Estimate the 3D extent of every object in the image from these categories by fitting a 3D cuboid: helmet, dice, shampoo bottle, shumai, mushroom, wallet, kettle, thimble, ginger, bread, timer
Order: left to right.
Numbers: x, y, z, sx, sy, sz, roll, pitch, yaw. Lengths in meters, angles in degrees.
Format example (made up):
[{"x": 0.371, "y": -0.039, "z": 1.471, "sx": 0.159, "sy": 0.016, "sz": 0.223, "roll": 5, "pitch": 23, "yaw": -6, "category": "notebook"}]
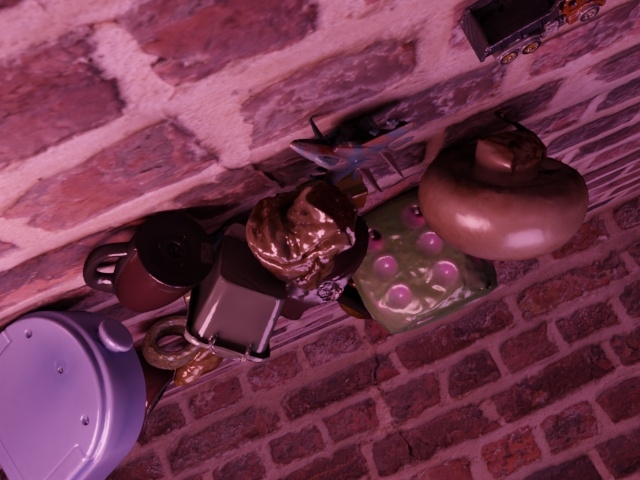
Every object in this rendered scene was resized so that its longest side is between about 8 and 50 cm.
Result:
[{"x": -0.533, "y": 0.319, "z": 1.305, "sx": 0.394, "sy": 0.395, "sz": 0.173, "roll": -29, "pitch": 164, "yaw": 17, "category": "timer"}, {"x": -0.621, "y": 0.500, "z": 2.037, "sx": 0.197, "sy": 0.271, "sz": 0.338, "roll": 26, "pitch": 170, "yaw": -11, "category": "helmet"}, {"x": -0.333, "y": 0.059, "z": 1.156, "sx": 0.202, "sy": 0.144, "sz": 0.232, "roll": 8, "pitch": 151, "yaw": -32, "category": "kettle"}, {"x": -0.425, "y": 0.297, "z": 1.806, "sx": 0.190, "sy": 0.138, "sz": 0.143, "roll": -12, "pitch": 159, "yaw": -23, "category": "thimble"}, {"x": -0.423, "y": 0.377, "z": 2.108, "sx": 0.236, "sy": 0.166, "sz": 0.375, "roll": -27, "pitch": 155, "yaw": -13, "category": "ginger"}, {"x": -0.225, "y": 0.023, "z": 1.303, "sx": 0.074, "sy": 0.074, "sz": 0.192, "roll": -7, "pitch": 157, "yaw": -46, "category": "shampoo bottle"}, {"x": -0.059, "y": 0.024, "z": 1.330, "sx": 0.177, "sy": 0.225, "sz": 0.305, "roll": 29, "pitch": 120, "yaw": -36, "category": "helmet"}, {"x": -0.003, "y": 0.002, "z": 1.094, "sx": 0.185, "sy": 0.184, "sz": 0.218, "roll": 10, "pitch": 150, "yaw": 43, "category": "shumai"}, {"x": 0.022, "y": -0.091, "z": 1.282, "sx": 0.139, "sy": 0.074, "sz": 0.084, "roll": -22, "pitch": 162, "yaw": -11, "category": "bread"}, {"x": 0.070, "y": 0.161, "z": 1.840, "sx": 0.170, "sy": 0.321, "sz": 0.044, "roll": 8, "pitch": 108, "yaw": -63, "category": "wallet"}, {"x": 0.273, "y": 0.057, "z": 1.693, "sx": 0.318, "sy": 0.322, "sz": 0.330, "roll": -30, "pitch": 165, "yaw": 23, "category": "dice"}, {"x": 0.396, "y": -0.122, "z": 1.339, "sx": 0.362, "sy": 0.362, "sz": 0.295, "roll": -15, "pitch": 122, "yaw": -30, "category": "mushroom"}]

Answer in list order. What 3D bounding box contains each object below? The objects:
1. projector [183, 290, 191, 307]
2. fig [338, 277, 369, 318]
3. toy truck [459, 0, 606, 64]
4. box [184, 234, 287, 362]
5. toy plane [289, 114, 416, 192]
[{"x": -0.247, "y": 0.110, "z": 1.536, "sx": 0.193, "sy": 0.088, "sz": 0.269, "roll": -26, "pitch": 165, "yaw": 7, "category": "projector"}, {"x": 0.117, "y": 0.160, "z": 2.137, "sx": 0.216, "sy": 0.217, "sz": 0.321, "roll": -18, "pitch": -173, "yaw": -22, "category": "fig"}, {"x": 0.301, "y": -0.330, "z": 0.874, "sx": 0.192, "sy": 0.083, "sz": 0.092, "roll": -27, "pitch": 159, "yaw": 16, "category": "toy truck"}, {"x": -0.149, "y": 0.099, "z": 1.144, "sx": 0.163, "sy": 0.243, "sz": 0.135, "roll": 22, "pitch": 110, "yaw": -15, "category": "box"}, {"x": 0.038, "y": -0.155, "z": 1.042, "sx": 0.223, "sy": 0.104, "sz": 0.326, "roll": -33, "pitch": 158, "yaw": 28, "category": "toy plane"}]
